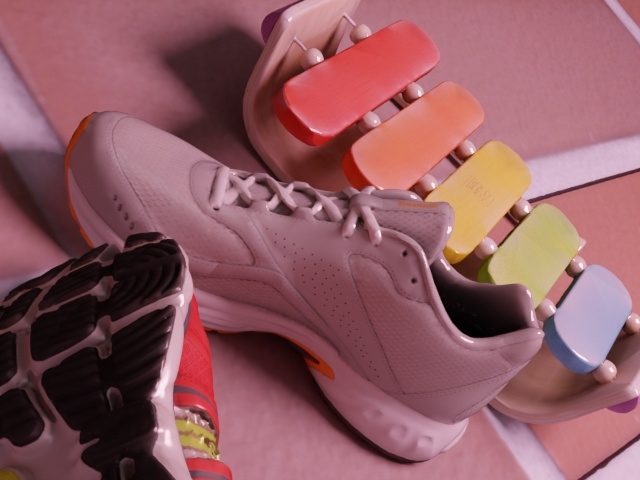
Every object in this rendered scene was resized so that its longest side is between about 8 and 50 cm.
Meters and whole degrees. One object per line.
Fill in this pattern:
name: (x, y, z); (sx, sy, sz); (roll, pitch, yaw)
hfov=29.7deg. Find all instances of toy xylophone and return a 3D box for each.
toy xylophone: (0.089, -0.031, 0.775); (0.323, 0.081, 0.236); (43, 34, -4)

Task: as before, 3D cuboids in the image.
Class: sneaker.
sneaker: (0.000, 0.000, 0.612); (0.262, 0.121, 0.099); (34, 35, -16)
sneaker: (-0.075, 0.104, 0.460); (0.279, 0.107, 0.118); (-107, 175, -53)
